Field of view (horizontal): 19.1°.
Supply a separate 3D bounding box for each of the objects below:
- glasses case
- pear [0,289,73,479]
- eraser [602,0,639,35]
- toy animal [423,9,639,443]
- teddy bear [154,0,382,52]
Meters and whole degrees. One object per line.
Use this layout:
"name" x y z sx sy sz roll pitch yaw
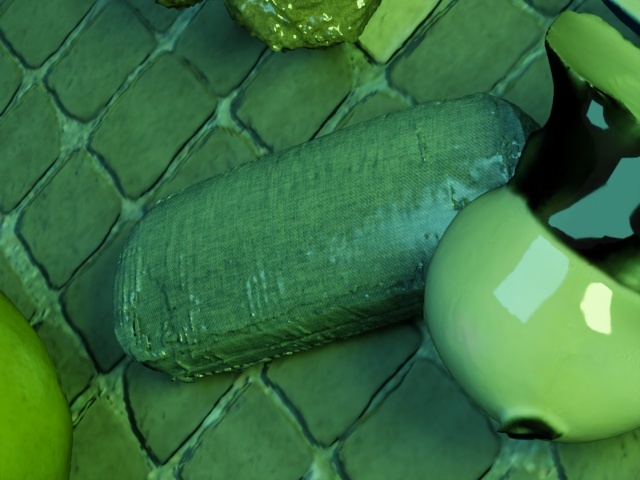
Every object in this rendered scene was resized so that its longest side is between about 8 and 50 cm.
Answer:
"glasses case" 0.000 0.000 1.046 0.282 0.067 0.109 -18 62 28
"pear" -0.274 0.109 1.090 0.253 0.253 0.307 -44 39 12
"eraser" 0.177 -0.109 0.962 0.027 0.063 0.085 -48 47 6
"toy animal" 0.129 0.005 0.897 0.179 0.138 0.166 -55 41 12
"teddy bear" -0.039 -0.215 1.149 0.182 0.129 0.251 -41 47 17
